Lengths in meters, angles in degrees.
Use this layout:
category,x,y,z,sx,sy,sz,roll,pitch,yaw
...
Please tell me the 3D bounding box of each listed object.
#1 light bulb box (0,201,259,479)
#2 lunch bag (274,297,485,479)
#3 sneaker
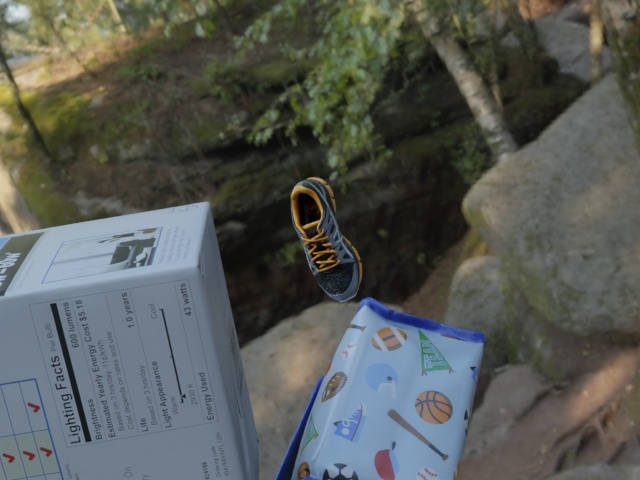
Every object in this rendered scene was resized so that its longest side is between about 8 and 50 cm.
category,x,y,z,sx,sy,sz,roll,pitch,yaw
light bulb box,-0.276,0.177,1.082,0.361,0.358,0.225,-9,19,0
lunch bag,0.068,0.330,1.382,0.385,0.239,0.328,102,-171,-52
sneaker,0.000,0.000,1.519,0.084,0.215,0.083,-24,-7,17
